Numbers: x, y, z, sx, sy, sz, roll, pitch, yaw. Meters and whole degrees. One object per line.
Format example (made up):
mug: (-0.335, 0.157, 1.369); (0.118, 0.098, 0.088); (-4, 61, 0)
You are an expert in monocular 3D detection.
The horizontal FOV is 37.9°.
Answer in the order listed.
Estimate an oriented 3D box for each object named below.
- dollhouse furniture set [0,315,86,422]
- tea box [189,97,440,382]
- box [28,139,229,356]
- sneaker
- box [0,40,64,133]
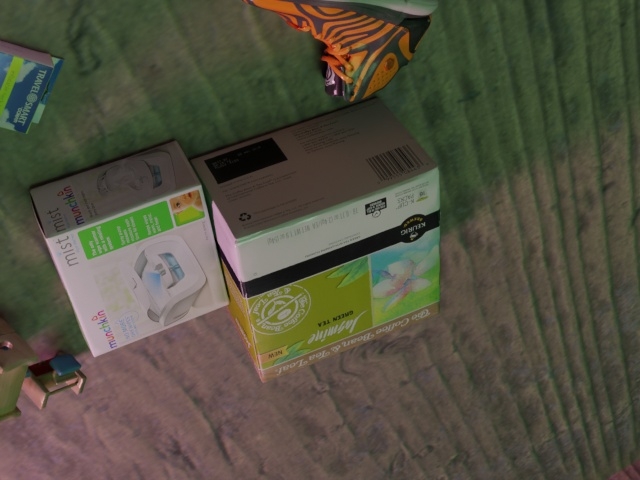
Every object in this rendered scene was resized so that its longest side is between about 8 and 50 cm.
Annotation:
dollhouse furniture set: (-0.473, 0.183, 1.471); (0.184, 0.129, 0.129); (-17, 139, -51)
tea box: (0.000, 0.000, 1.486); (0.329, 0.220, 0.323); (-20, 135, -13)
box: (-0.283, 0.013, 1.408); (0.231, 0.126, 0.261); (-21, 136, -15)
sneaker: (0.014, -0.286, 1.312); (0.321, 0.124, 0.180); (1, 126, -31)
box: (-0.427, -0.205, 1.192); (0.178, 0.042, 0.109); (12, 121, -36)
